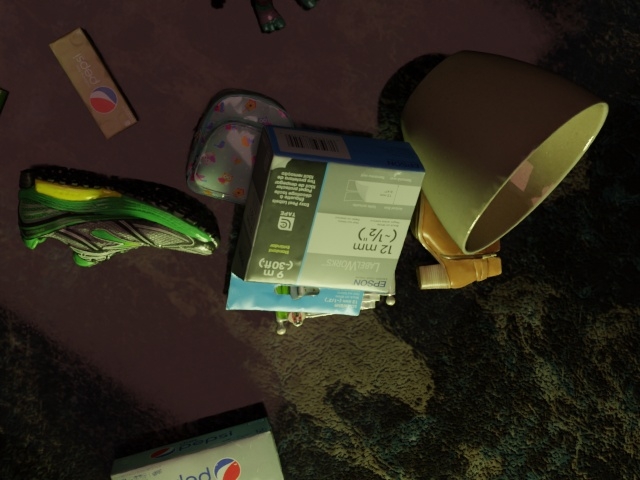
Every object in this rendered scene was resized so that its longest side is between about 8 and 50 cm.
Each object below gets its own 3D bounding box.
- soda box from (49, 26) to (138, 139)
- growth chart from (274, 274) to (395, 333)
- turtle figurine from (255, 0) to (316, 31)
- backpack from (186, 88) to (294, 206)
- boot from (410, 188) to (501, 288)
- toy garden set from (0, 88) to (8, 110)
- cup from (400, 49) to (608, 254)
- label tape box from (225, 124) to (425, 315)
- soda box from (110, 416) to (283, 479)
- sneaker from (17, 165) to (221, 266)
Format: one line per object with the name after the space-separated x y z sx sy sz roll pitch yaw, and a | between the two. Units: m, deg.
-0.374 -0.261 1.810 0.061 0.058 0.181 -30 101 -2 | soda box
0.022 0.058 1.927 0.237 0.021 0.171 -12 99 -6 | growth chart
-0.082 -0.439 1.741 0.175 0.234 0.118 -18 64 8 | turtle figurine
-0.129 -0.155 1.813 0.166 0.144 0.188 17 96 -7 | backpack
0.239 -0.013 1.919 0.153 0.073 0.197 -9 110 -5 | boot
-0.668 -0.200 1.787 0.244 0.049 0.203 23 95 -10 | toy garden set
0.271 -0.175 1.798 0.331 0.331 0.237 -45 74 1 | cup
0.000 0.000 1.774 0.249 0.115 0.347 5 119 -17 | label tape box
-0.215 0.402 1.912 0.286 0.091 0.098 -15 99 -5 | soda box
-0.335 -0.025 1.828 0.344 0.134 0.146 11 104 0 | sneaker
